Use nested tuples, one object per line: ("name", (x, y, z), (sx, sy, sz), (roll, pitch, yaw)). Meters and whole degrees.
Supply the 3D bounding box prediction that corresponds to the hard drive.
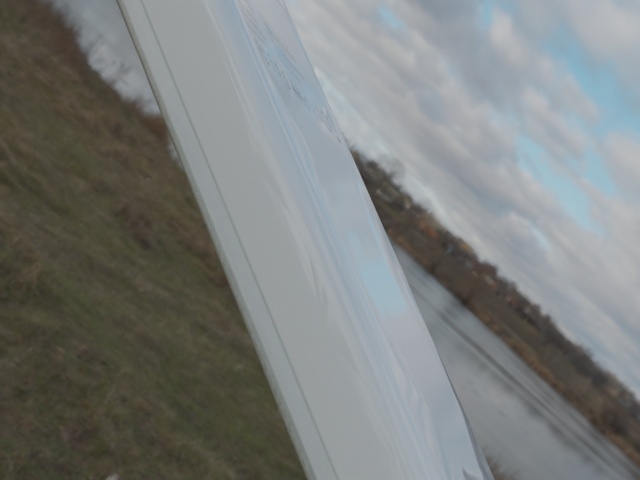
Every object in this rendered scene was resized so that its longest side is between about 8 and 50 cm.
("hard drive", (0.000, 0.000, 0.426), (0.353, 0.047, 0.233), (67, 9, 11))
